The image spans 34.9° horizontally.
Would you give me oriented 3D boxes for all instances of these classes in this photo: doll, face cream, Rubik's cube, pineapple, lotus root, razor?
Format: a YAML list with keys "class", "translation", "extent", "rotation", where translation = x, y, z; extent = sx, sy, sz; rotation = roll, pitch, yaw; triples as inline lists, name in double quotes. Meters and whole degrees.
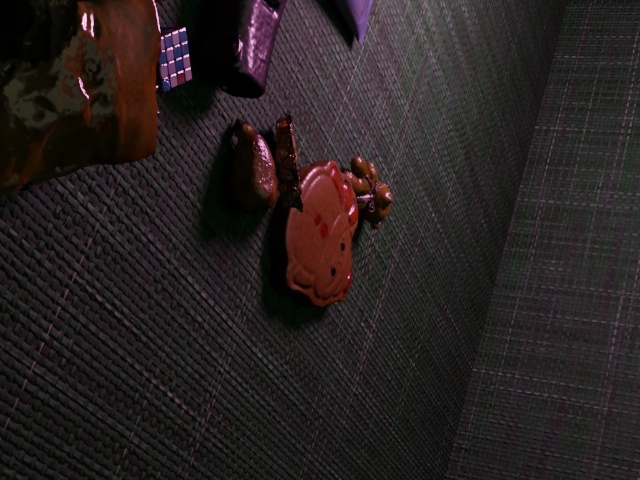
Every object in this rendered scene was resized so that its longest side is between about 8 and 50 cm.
- class: "doll"
  translation: [0.121, -0.122, 2.529]
  extent: [0.209, 0.097, 0.137]
  rotation: [45, 61, -51]
- class: "face cream"
  translation: [0.053, -0.588, 2.305]
  extent: [0.385, 0.086, 0.136]
  rotation: [42, 59, -64]
- class: "Rubik's cube"
  translation: [-0.278, -0.299, 1.678]
  extent: [0.092, 0.092, 0.092]
  rotation: [-41, 131, -54]
- class: "pineapple"
  translation: [-0.069, -0.166, 2.110]
  extent: [0.221, 0.047, 0.221]
  rotation: [173, -90, -90]
- class: "lotus root"
  translation: [-0.134, -0.145, 2.009]
  extent: [0.108, 0.094, 0.191]
  rotation: [-38, 127, -78]
- class: "razor"
  translation: [-0.135, -0.443, 1.920]
  extent: [0.189, 0.107, 0.327]
  rotation: [34, 66, -61]

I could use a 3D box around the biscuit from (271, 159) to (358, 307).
- class: "biscuit"
  translation: [0.000, 0.000, 2.347]
  extent: [0.381, 0.074, 0.359]
  rotation: [58, 47, -47]

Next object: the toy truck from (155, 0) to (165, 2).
- class: "toy truck"
  translation: [-0.283, -0.492, 1.572]
  extent: [0.108, 0.140, 0.257]
  rotation: [-58, 144, -42]

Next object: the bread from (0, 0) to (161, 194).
- class: "bread"
  translation: [-0.359, -0.233, 1.424]
  extent: [0.370, 0.191, 0.314]
  rotation: [-25, 118, -59]
